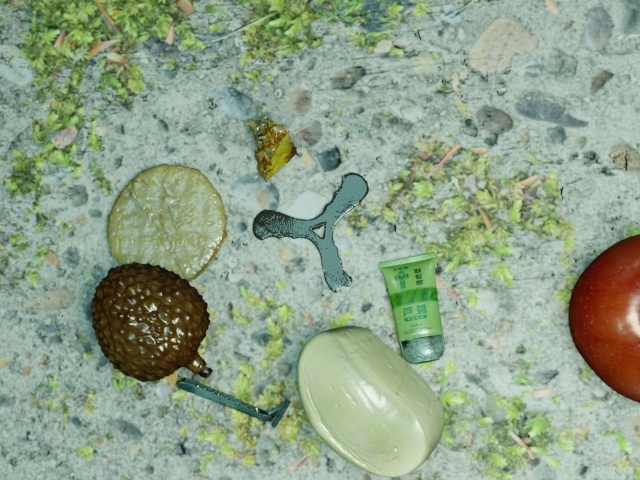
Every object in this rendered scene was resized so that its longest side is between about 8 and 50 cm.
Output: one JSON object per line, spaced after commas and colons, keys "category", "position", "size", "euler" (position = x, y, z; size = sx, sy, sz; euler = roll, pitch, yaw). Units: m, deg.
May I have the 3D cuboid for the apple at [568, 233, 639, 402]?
{"category": "apple", "position": [0.505, 0.112, 1.506], "size": [0.260, 0.216, 0.260], "euler": [-1, 80, 6]}

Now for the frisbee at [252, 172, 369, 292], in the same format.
{"category": "frisbee", "position": [0.000, 0.000, 1.716], "size": [0.211, 0.012, 0.187], "euler": [-19, 79, 6]}

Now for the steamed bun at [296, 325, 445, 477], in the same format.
{"category": "steamed bun", "position": [0.066, 0.252, 1.566], "size": [0.250, 0.200, 0.155], "euler": [43, 103, 8]}

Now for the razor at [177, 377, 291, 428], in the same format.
{"category": "razor", "position": [-0.148, 0.266, 1.688], "size": [0.190, 0.033, 0.066], "euler": [16, 39, 15]}

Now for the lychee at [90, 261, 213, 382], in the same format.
{"category": "lychee", "position": [-0.267, 0.140, 1.646], "size": [0.238, 0.200, 0.200], "euler": [45, 90, 7]}

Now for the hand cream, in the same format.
{"category": "hand cream", "position": [0.154, 0.111, 1.652], "size": [0.095, 0.046, 0.175], "euler": [-11, 77, 10]}

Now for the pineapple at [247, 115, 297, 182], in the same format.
{"category": "pineapple", "position": [-0.084, -0.173, 1.742], "size": [0.077, 0.114, 0.114], "euler": [-14, 56, -29]}

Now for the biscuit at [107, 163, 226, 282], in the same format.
{"category": "biscuit", "position": [-0.266, -0.026, 1.756], "size": [0.220, 0.033, 0.219], "euler": [-1, 81, 10]}
